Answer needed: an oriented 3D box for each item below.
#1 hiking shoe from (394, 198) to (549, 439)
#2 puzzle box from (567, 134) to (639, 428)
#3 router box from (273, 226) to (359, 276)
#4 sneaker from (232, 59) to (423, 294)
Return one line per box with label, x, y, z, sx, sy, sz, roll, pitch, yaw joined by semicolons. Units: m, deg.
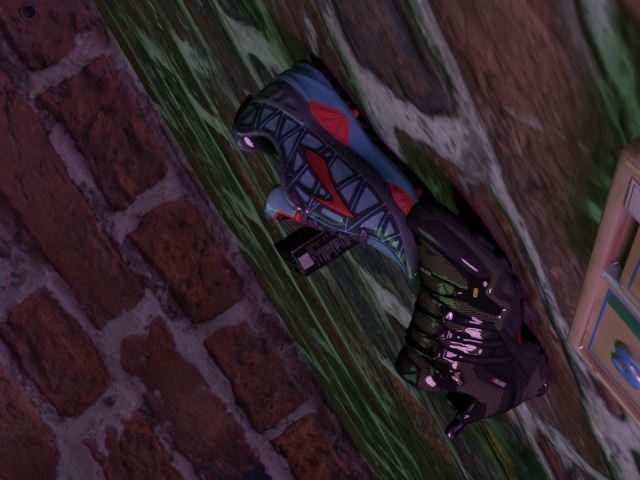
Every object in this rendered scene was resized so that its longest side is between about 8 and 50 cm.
hiking shoe;0.111;0.073;0.963;0.227;0.114;0.086;61;170;-28
puzzle box;0.274;0.146;0.540;0.409;0.052;0.272;53;171;23
router box;0.000;0.000;1.394;0.038;0.092;0.122;57;172;-10
sneaker;0.012;-0.039;1.069;0.262;0.125;0.104;53;171;22
